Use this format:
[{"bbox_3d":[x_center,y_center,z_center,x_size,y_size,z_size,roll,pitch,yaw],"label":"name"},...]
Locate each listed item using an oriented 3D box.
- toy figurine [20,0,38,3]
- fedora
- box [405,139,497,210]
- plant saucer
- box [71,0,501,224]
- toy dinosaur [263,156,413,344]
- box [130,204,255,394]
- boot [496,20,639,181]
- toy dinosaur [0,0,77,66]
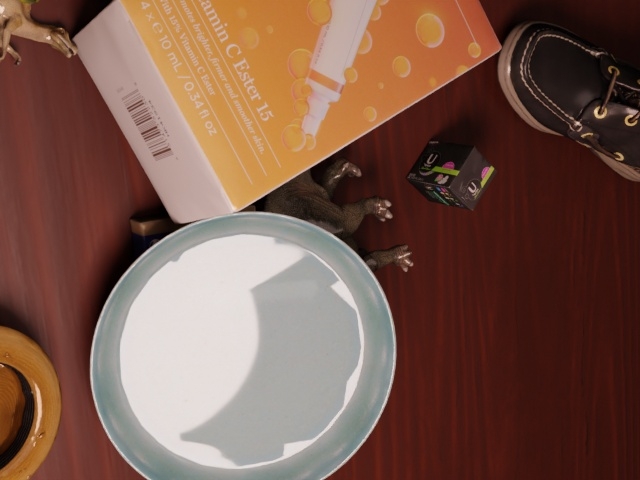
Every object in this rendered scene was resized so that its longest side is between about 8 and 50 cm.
[{"bbox_3d":[-0.226,-0.390,0.801,0.217,0.191,0.362,-23,107,1],"label":"toy figurine"},{"bbox_3d":[-0.342,0.163,0.966,0.194,0.079,0.194,-7,102,-39],"label":"fedora"},{"bbox_3d":[0.158,-0.080,1.255,0.052,0.083,0.062,40,76,-33],"label":"box"},{"bbox_3d":[-0.078,0.122,1.079,0.317,0.044,0.317,-3,103,-12],"label":"plant saucer"},{"bbox_3d":[-0.030,-0.194,1.025,0.345,0.168,0.215,-34,102,-25],"label":"box"},{"bbox_3d":[0.000,0.000,1.143,0.160,0.121,0.313,-27,116,-34],"label":"toy dinosaur"},{"bbox_3d":[-0.130,0.078,1.121,0.136,0.036,0.225,-11,107,-32],"label":"box"},{"bbox_3d":[0.429,-0.161,1.299,0.377,0.284,0.138,29,83,-36],"label":"boot"},{"bbox_3d":[-0.303,-0.224,0.942,0.183,0.053,0.092,55,53,-37],"label":"toy dinosaur"}]
